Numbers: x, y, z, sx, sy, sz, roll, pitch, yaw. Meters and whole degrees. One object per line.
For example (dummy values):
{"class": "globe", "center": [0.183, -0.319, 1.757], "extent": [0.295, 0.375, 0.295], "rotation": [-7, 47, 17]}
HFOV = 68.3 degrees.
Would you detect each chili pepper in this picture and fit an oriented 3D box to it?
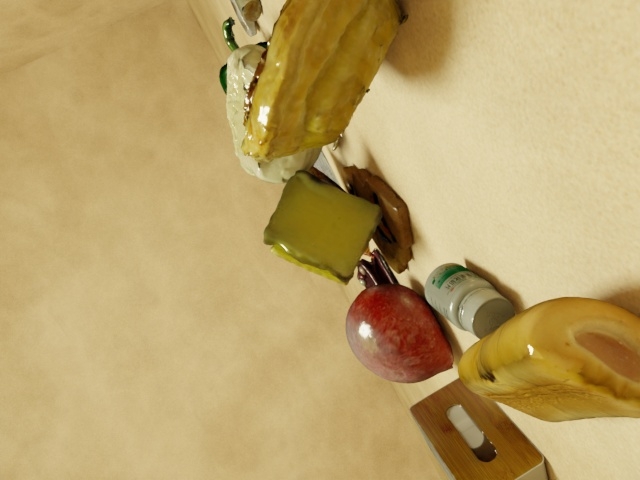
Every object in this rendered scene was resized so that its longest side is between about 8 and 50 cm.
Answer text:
{"class": "chili pepper", "center": [-0.186, -0.469, 1.285], "extent": [0.260, 0.174, 0.165], "rotation": [61, -161, 1]}

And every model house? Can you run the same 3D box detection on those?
{"class": "model house", "center": [0.000, 0.000, 0.977], "extent": [0.194, 0.174, 0.234], "rotation": [24, 162, 4]}

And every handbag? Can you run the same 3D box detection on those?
{"class": "handbag", "center": [0.178, 0.148, 1.344], "extent": [0.216, 0.074, 0.203], "rotation": [60, 175, 18]}

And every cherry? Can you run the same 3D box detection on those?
{"class": "cherry", "center": [0.171, 0.223, 1.079], "extent": [0.239, 0.206, 0.239], "rotation": [164, 90, -80]}

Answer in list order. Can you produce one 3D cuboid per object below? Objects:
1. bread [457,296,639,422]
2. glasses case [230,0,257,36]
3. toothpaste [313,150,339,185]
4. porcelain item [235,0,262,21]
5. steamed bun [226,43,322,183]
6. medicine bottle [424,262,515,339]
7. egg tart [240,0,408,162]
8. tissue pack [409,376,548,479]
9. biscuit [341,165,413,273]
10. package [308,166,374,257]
{"class": "bread", "center": [0.242, 0.133, 0.505], "extent": [0.142, 0.091, 0.305], "rotation": [16, 161, 10]}
{"class": "glasses case", "center": [-0.222, -0.651, 1.311], "extent": [0.164, 0.041, 0.063], "rotation": [64, 174, -25]}
{"class": "toothpaste", "center": [0.022, -0.179, 1.374], "extent": [0.196, 0.040, 0.047], "rotation": [62, 177, -5]}
{"class": "porcelain item", "center": [-0.217, -0.658, 1.187], "extent": [0.213, 0.054, 0.084], "rotation": [62, 173, 11]}
{"class": "steamed bun", "center": [-0.094, -0.287, 1.091], "extent": [0.275, 0.206, 0.319], "rotation": [-179, 83, -65]}
{"class": "medicine bottle", "center": [0.214, 0.088, 0.685], "extent": [0.080, 0.080, 0.130], "rotation": [64, 174, -20]}
{"class": "egg tart", "center": [0.008, -0.204, 0.555], "extent": [0.116, 0.290, 0.290], "rotation": [27, 175, -3]}
{"class": "tissue pack", "center": [0.320, 0.427, 0.960], "extent": [0.135, 0.160, 0.246], "rotation": [63, 174, -29]}
{"class": "biscuit", "center": [0.124, -0.054, 1.013], "extent": [0.278, 0.043, 0.301], "rotation": [62, 174, 4]}
{"class": "package", "center": [0.027, -0.091, 1.213], "extent": [0.288, 0.108, 0.223], "rotation": [42, -164, -38]}
